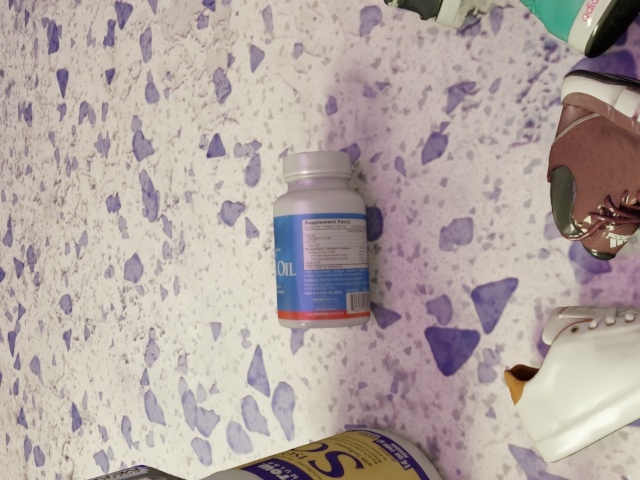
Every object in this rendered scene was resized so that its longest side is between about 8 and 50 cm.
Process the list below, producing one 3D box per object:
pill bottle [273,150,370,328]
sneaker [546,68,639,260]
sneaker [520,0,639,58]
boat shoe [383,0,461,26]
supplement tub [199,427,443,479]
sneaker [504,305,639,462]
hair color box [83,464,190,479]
[{"bbox_3d":[0.000,0.000,0.852,0.124,0.124,0.222,-6,85,45],"label":"pill bottle"},{"bbox_3d":[0.303,-0.038,0.561,0.281,0.106,0.163,-129,46,-55],"label":"sneaker"},{"bbox_3d":[0.264,-0.342,0.594,0.178,0.123,0.296,42,120,26],"label":"sneaker"},{"bbox_3d":[0.120,-0.328,0.634,0.302,0.091,0.114,97,-173,-63],"label":"boat shoe"},{"bbox_3d":[-0.024,0.361,0.731,0.241,0.331,0.241,0,90,45],"label":"supplement tub"},{"bbox_3d":[0.277,0.090,0.586,0.290,0.105,0.123,-48,61,36],"label":"sneaker"},{"bbox_3d":[-0.198,0.384,0.539,0.110,0.185,0.339,-5,87,46],"label":"hair color box"}]
